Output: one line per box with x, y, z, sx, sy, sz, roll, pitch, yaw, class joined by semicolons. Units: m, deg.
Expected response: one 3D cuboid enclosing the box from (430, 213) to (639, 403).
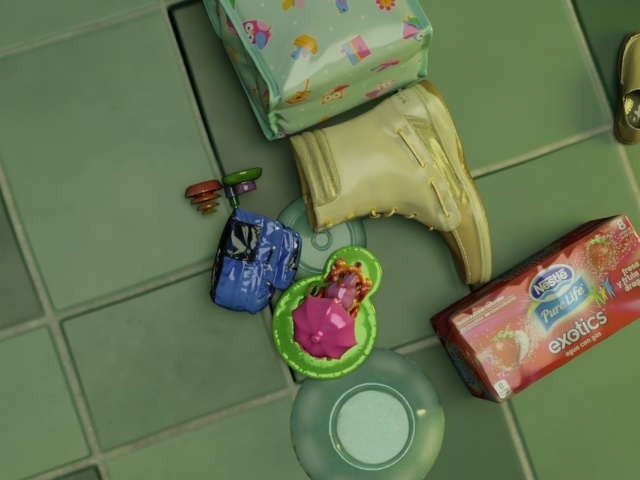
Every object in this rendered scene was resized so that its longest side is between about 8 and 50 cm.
0.278;0.082;1.845;0.256;0.128;0.123;-31;91;-8;box

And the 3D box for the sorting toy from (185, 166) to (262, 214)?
-0.113;-0.057;1.833;0.102;0.061;0.042;-16;89;14;sorting toy

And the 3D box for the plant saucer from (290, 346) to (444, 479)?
0.061;0.228;1.853;0.194;0.037;0.195;1;86;-7;plant saucer

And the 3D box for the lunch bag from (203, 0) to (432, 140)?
-0.019;-0.285;1.806;0.223;0.160;0.262;-25;71;-8;lunch bag

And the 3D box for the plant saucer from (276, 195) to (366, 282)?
0.000;0.000;1.865;0.119;0.021;0.119;0;87;-8;plant saucer

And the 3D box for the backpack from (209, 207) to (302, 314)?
-0.079;0.030;1.808;0.101;0.098;0.120;17;89;7;backpack

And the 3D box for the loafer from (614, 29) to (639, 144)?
0.408;-0.197;1.918;0.056;0.050;0.148;4;86;-8;loafer

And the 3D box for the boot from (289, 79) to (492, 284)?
0.087;-0.039;1.830;0.203;0.095;0.262;-23;105;-9;boot

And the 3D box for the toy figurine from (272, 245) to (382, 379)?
0.019;0.081;1.769;0.130;0.159;0.173;30;85;0;toy figurine
